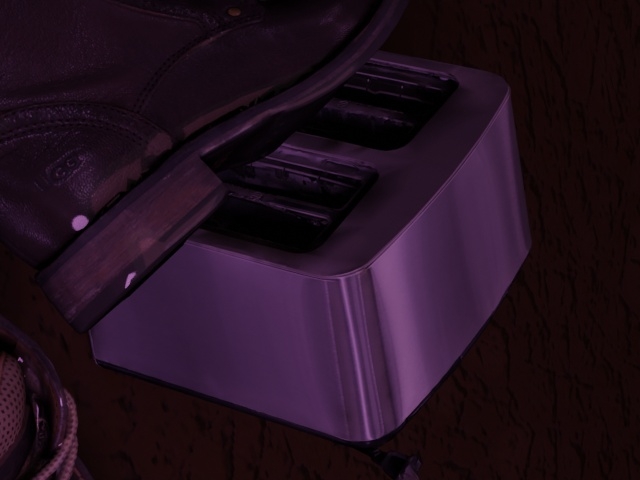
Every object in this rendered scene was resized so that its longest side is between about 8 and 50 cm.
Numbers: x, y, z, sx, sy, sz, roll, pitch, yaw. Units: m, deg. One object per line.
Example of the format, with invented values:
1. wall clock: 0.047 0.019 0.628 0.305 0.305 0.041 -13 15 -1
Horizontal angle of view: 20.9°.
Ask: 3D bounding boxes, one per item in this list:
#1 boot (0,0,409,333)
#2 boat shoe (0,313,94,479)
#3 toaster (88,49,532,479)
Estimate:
1. boot: -0.102 -0.113 0.700 0.229 0.091 0.263 45 55 -3
2. boat shoe: -0.163 0.086 0.645 0.355 0.130 0.132 48 55 -39
3. toaster: 0.000 0.000 0.800 0.168 0.186 0.110 -49 142 -38
